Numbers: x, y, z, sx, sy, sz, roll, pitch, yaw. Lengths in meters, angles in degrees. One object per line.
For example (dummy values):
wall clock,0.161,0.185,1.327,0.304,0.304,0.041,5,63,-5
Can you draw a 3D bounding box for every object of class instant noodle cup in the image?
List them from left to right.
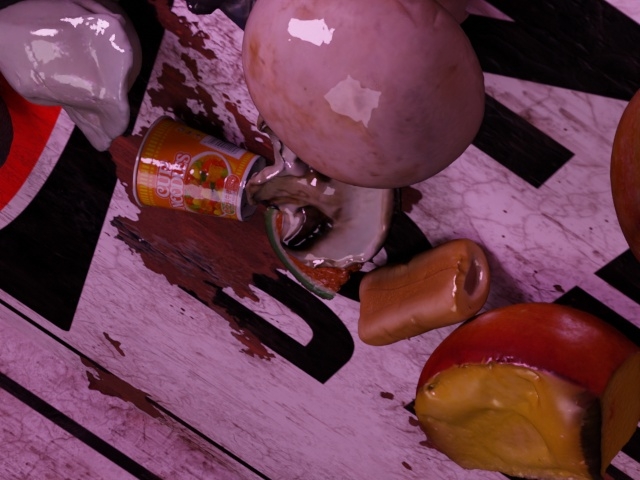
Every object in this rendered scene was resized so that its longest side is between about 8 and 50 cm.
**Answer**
instant noodle cup,-0.195,-0.110,1.844,0.185,0.168,0.168,17,148,13

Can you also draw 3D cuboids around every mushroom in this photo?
mushroom,0.004,-0.102,1.635,0.248,0.130,0.344,-2,139,19
mushroom,0.068,-0.219,1.275,0.298,0.290,0.297,29,158,13

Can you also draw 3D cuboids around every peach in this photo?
peach,0.340,0.222,1.714,0.380,0.242,0.306,-4,129,52

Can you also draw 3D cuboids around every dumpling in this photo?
dumpling,-0.373,-0.286,1.674,0.270,0.212,0.320,41,-170,-24

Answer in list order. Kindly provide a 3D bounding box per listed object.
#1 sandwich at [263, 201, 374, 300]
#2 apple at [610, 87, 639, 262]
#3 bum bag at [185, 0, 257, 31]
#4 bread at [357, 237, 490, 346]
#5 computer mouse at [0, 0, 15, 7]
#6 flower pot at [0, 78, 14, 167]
sandwich,-0.009,-0.006,1.890,0.159,0.079,0.235,-20,125,43
apple,0.436,-0.070,1.197,0.257,0.234,0.256,27,153,15
bum bag,-0.092,-0.331,1.442,0.310,0.137,0.074,32,-166,4
bread,0.166,0.091,1.803,0.091,0.141,0.305,11,161,-29
computer mouse,-0.414,-0.430,1.549,0.295,0.087,0.168,-19,80,37
flower pot,-0.731,-0.253,2.005,0.299,0.299,0.283,27,157,11
